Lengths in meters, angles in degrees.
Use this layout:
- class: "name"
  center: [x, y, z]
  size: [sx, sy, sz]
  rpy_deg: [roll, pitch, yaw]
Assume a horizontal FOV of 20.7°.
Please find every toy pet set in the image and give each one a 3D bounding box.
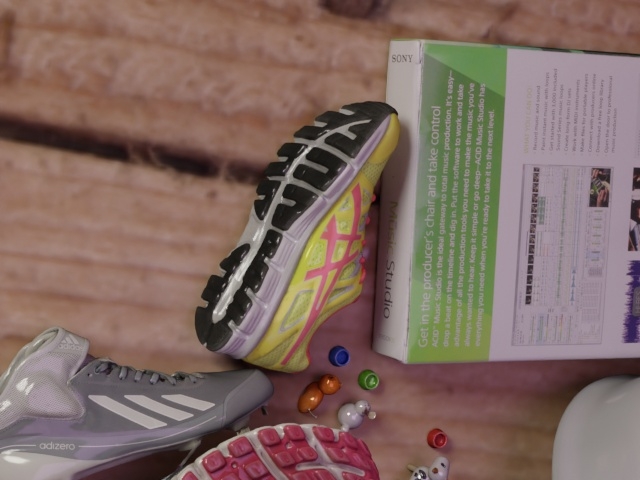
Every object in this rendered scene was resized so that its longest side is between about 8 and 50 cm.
- class: "toy pet set"
  center: [0.037, 0.157, 1.250]
  size: [0.122, 0.065, 0.114]
  rpy_deg: [40, 78, -24]

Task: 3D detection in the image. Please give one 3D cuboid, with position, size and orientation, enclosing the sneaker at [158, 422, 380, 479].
- class: "sneaker"
  center: [-0.100, 0.199, 1.146]
  size: [0.299, 0.112, 0.121]
  rpy_deg: [-19, 95, -16]

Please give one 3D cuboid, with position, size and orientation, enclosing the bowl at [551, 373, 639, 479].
- class: "bowl"
  center: [0.320, 0.201, 1.270]
  size: [0.298, 0.134, 0.298]
  rpy_deg: [27, 42, -28]

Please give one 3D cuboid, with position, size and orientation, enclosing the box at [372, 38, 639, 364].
- class: "box"
  center: [0.194, -0.028, 1.315]
  size: [0.322, 0.058, 0.232]
  rpy_deg: [1, 95, -28]

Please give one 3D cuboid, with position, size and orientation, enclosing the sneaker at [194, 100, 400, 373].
- class: "sneaker"
  center: [0.000, 0.000, 1.215]
  size: [0.094, 0.081, 0.208]
  rpy_deg: [34, 87, -32]

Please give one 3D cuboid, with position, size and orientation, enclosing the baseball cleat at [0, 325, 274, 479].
- class: "baseball cleat"
  center: [-0.129, 0.099, 1.160]
  size: [0.206, 0.072, 0.109]
  rpy_deg: [-19, 97, -27]
